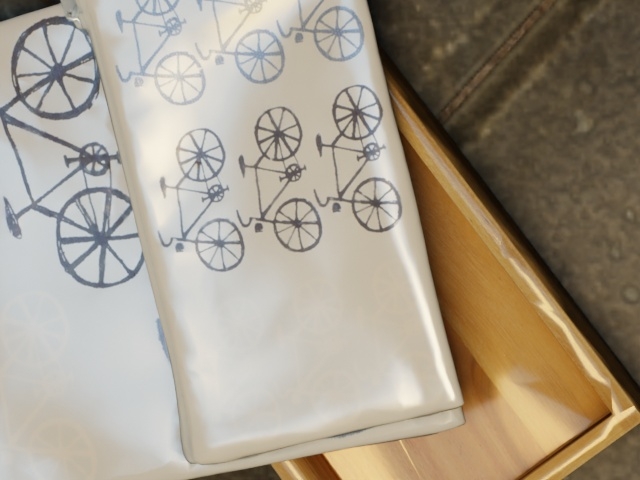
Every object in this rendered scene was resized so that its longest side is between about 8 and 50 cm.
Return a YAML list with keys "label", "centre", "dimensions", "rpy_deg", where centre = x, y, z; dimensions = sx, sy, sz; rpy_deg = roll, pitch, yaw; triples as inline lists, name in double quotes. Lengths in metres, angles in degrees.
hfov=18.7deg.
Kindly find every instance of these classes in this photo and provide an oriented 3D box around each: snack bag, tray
- label: "snack bag"
  centre: [-0.107, -0.009, 1.189]
  dimensions: [0.342, 0.037, 0.323]
  rpy_deg: [-13, 89, 15]
- label: "tray"
  centre: [0.000, 0.000, 1.217]
  dimensions: [0.203, 0.076, 0.411]
  rpy_deg: [-38, 82, 13]
